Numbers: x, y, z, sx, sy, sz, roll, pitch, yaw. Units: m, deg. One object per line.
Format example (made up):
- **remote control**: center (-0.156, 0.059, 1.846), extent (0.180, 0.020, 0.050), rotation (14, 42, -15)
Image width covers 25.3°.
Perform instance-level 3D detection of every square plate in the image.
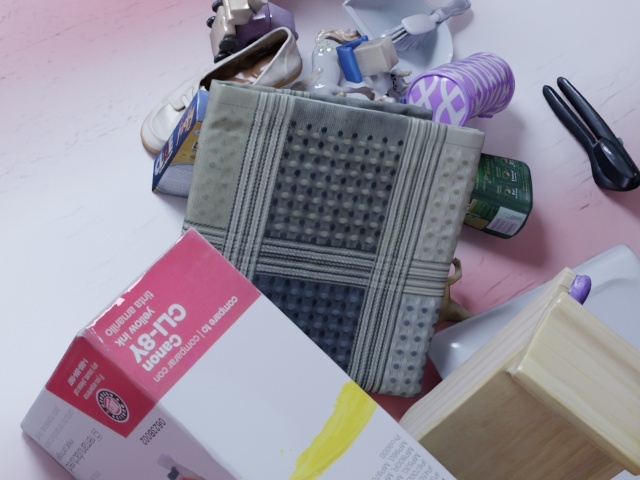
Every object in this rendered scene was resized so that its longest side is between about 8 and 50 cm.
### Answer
- **square plate**: center (0.341, 0.193, 1.646), extent (0.344, 0.049, 0.347), rotation (-22, 72, -32)

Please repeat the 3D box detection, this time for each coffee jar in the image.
- **coffee jar**: center (0.159, -0.069, 1.717), extent (0.184, 0.079, 0.096), rotation (16, 51, -17)

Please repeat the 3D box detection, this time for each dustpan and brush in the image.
- **dustpan and brush**: center (0.133, -0.276, 1.821), extent (0.147, 0.060, 0.211), rotation (53, 32, 5)

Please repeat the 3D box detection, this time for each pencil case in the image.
- **pencil case**: center (0.173, -0.175, 1.725), extent (0.206, 0.086, 0.088), rotation (-30, 118, -60)

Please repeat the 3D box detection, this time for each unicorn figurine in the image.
- **unicorn figurine**: center (0.013, -0.196, 1.736), extent (0.111, 0.060, 0.162), rotation (14, 45, -13)

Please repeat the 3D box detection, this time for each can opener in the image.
- **can opener**: center (0.357, -0.140, 1.861), extent (0.059, 0.073, 0.186), rotation (-21, 65, -23)

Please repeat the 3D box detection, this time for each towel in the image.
- **towel**: center (0.000, 0.000, 1.519), extent (0.312, 0.056, 0.324), rotation (9, 106, -17)

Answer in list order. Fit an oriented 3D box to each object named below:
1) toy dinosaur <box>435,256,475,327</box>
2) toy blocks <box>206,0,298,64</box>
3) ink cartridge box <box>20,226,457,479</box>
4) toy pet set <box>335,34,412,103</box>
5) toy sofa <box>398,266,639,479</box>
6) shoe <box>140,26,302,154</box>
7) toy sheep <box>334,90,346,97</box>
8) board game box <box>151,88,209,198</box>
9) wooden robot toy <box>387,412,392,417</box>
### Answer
- **toy dinosaur**: center (0.133, 0.066, 1.666), extent (0.183, 0.053, 0.092), rotation (16, 76, -31)
- **toy blocks**: center (0.001, -0.405, 1.691), extent (0.260, 0.288, 0.309), rotation (-2, 62, -20)
- **ink cartridge box**: center (-0.070, 0.216, 1.344), extent (0.385, 0.279, 0.160), rotation (43, 56, 1)
- **toy pet set**: center (0.060, -0.179, 1.685), extent (0.122, 0.065, 0.114), rotation (-48, 123, -57)
- **toy sofa**: center (0.187, 0.200, 1.421), extent (0.150, 0.362, 0.177), rotation (40, 44, -1)
- **shoe**: center (-0.115, -0.175, 1.634), extent (0.219, 0.058, 0.076), rotation (-35, 69, -18)
- **toy sheep**: center (0.013, -0.122, 1.671), extent (0.132, 0.091, 0.091), rotation (46, 54, -17)
- **board game box**: center (-0.046, -0.084, 1.580), extent (0.243, 0.165, 0.042), rotation (12, 61, -20)
- **wooden robot toy**: center (-0.011, 0.214, 1.518), extent (0.173, 0.076, 0.079), rotation (4, 99, -23)
